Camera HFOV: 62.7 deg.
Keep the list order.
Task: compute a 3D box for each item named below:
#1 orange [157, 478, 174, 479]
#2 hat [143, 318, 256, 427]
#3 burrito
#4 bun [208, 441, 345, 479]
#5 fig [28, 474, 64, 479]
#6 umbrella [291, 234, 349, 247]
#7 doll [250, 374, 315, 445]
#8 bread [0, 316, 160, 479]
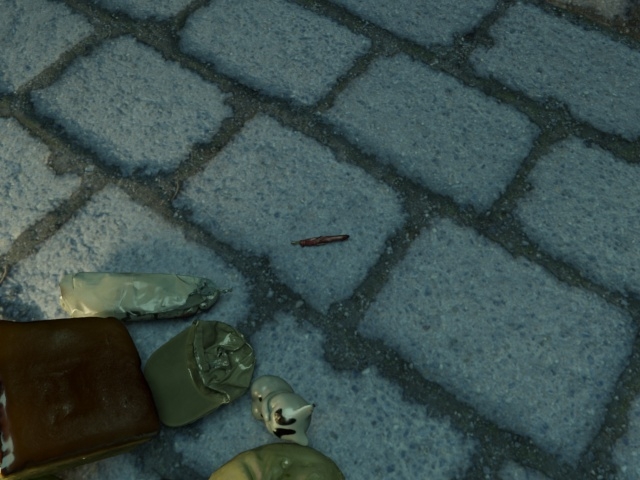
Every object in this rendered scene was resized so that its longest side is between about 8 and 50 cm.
[{"bbox_3d":[-0.338,0.573,1.084,0.156,0.134,0.157,-19,35,14],"label":"orange"},{"bbox_3d":[-0.288,0.319,1.273,0.244,0.149,0.214,-34,69,22],"label":"hat"},{"bbox_3d":[-0.448,0.145,1.343,0.445,0.101,0.139,1,57,-1],"label":"burrito"},{"bbox_3d":[-0.100,0.572,1.044,0.326,0.234,0.362,32,59,22],"label":"bun"},{"bbox_3d":[-0.648,0.568,1.035,0.326,0.258,0.258,-3,60,-23],"label":"fig"},{"bbox_3d":[0.000,0.000,1.471,0.165,0.027,0.025,-8,36,-2],"label":"umbrella"},{"bbox_3d":[-0.091,0.378,1.183,0.106,0.180,0.110,-5,104,-27],"label":"doll"},{"bbox_3d":[-0.550,0.322,1.125,0.333,0.143,0.324,5,48,-52],"label":"bread"}]
